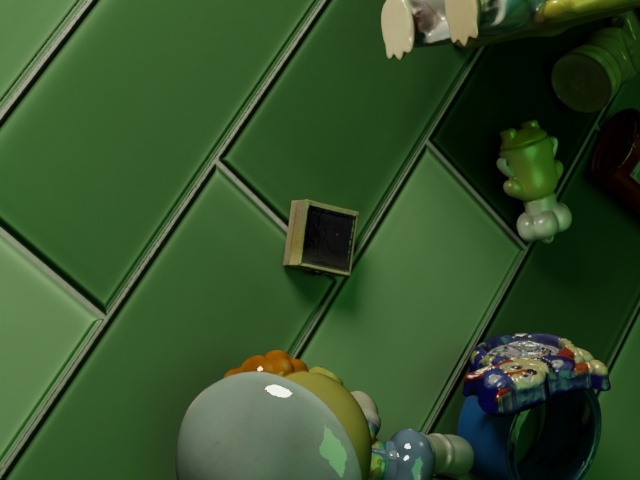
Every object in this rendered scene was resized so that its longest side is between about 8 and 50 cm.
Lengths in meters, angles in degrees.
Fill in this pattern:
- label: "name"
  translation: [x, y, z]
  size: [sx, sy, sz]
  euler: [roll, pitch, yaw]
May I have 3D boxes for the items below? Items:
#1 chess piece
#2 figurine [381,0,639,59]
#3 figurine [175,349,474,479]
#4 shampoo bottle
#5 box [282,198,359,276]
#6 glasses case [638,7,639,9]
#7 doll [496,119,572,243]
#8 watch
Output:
- label: "chess piece"
  translation: [0.402, -0.253, 1.888]
  size: [0.200, 0.090, 0.090]
  euler: [-39, 111, -43]
- label: "figurine"
  translation: [0.210, -0.425, 1.641]
  size: [0.361, 0.266, 0.378]
  euler: [-16, 93, -44]
- label: "figurine"
  translation: [0.033, 0.234, 1.517]
  size: [0.381, 0.205, 0.225]
  euler: [-4, 103, -37]
- label: "shampoo bottle"
  translation: [0.509, -0.060, 1.953]
  size: [0.314, 0.076, 0.118]
  euler: [34, 68, -31]
- label: "box"
  translation: [0.000, 0.000, 1.602]
  size: [0.079, 0.035, 0.083]
  euler: [12, 81, -36]
- label: "glasses case"
  translation: [0.444, -0.444, 1.898]
  size: [0.425, 0.098, 0.156]
  euler: [55, 46, -22]
- label: "doll"
  translation: [0.280, -0.073, 1.794]
  size: [0.106, 0.062, 0.163]
  euler: [-22, 101, -30]
- label: "watch"
  translation: [0.260, 0.227, 1.721]
  size: [0.196, 0.171, 0.200]
  euler: [-14, 108, -24]
